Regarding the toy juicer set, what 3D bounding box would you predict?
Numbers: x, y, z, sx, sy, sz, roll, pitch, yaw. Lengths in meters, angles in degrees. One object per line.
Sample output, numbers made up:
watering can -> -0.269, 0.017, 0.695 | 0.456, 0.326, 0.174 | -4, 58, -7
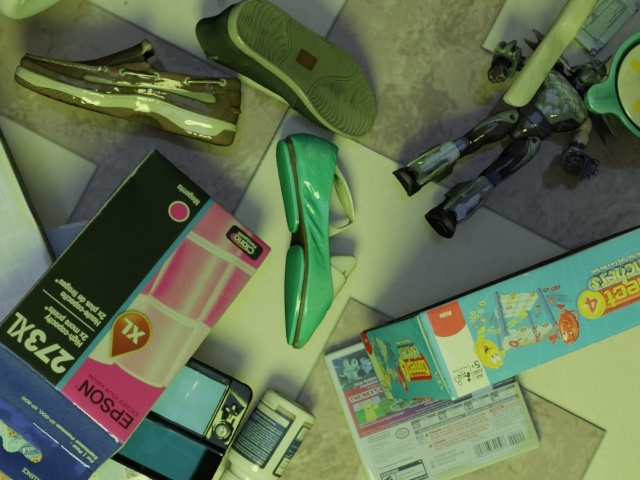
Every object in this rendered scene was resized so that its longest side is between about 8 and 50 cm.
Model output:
toy juicer set -> 0.382, -0.203, 1.455 | 0.329, 0.089, 0.209 | 17, 78, -15

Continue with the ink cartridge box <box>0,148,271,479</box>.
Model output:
ink cartridge box -> -0.224, 0.090, 1.381 | 0.176, 0.069, 0.371 | 41, 63, -8

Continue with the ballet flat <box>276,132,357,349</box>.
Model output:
ballet flat -> 0.000, 0.000, 1.491 | 0.087, 0.083, 0.247 | -2, 88, -14

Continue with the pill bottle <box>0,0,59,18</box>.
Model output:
pill bottle -> -0.372, -0.369, 1.497 | 0.117, 0.117, 0.215 | -36, 87, -2

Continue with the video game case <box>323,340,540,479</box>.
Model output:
video game case -> 0.128, 0.184, 1.505 | 0.201, 0.023, 0.183 | -20, 86, 0

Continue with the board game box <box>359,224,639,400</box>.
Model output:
board game box -> 0.220, 0.072, 1.350 | 0.308, 0.302, 0.086 | -20, 87, -10

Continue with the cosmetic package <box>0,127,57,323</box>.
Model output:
cosmetic package -> -0.358, -0.011, 1.435 | 0.099, 0.060, 0.239 | -23, 85, -6

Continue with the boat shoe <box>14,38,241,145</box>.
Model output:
boat shoe -> -0.214, -0.185, 1.497 | 0.258, 0.095, 0.095 | 15, 92, -11

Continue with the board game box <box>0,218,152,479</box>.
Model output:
board game box -> -0.316, 0.150, 1.486 | 0.319, 0.066, 0.317 | -12, 86, -1

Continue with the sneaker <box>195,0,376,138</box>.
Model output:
sneaker -> -0.037, -0.199, 1.511 | 0.222, 0.118, 0.083 | 40, 74, -26

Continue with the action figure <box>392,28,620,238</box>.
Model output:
action figure -> 0.226, -0.122, 1.489 | 0.285, 0.099, 0.185 | -38, 82, -5

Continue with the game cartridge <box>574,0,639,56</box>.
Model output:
game cartridge -> 0.330, -0.264, 1.537 | 0.056, 0.017, 0.083 | 44, 87, -1

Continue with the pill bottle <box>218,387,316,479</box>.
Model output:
pill bottle -> -0.063, 0.233, 1.479 | 0.067, 0.067, 0.120 | 32, 87, 2

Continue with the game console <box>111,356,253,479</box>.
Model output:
game console -> -0.162, 0.188, 1.407 | 0.144, 0.085, 0.124 | 26, 92, 0
